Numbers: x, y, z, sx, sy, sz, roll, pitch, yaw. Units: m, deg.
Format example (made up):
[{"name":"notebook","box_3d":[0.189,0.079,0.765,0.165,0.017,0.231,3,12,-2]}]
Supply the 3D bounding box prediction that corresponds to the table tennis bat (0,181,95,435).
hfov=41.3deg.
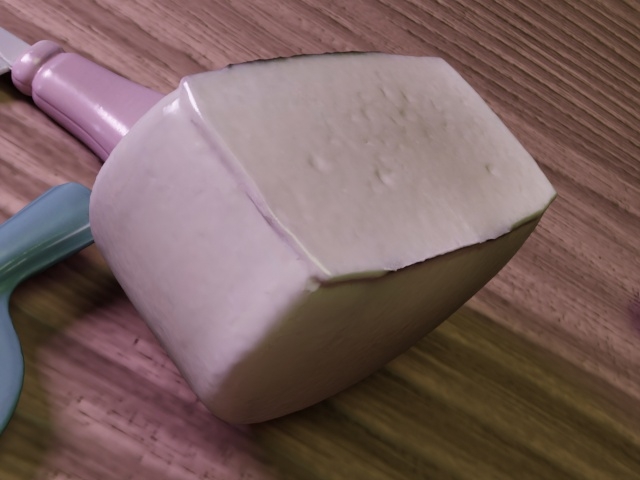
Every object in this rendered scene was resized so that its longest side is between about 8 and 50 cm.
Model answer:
[{"name":"table tennis bat","box_3d":[-0.189,0.035,0.395,0.149,0.038,0.237,39,42,5]}]

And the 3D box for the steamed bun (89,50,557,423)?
[{"name":"steamed bun","box_3d":[0.000,0.000,0.468,0.242,0.164,0.146,-17,64,-48]}]

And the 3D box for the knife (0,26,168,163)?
[{"name":"knife","box_3d":[-0.218,-0.120,0.543,0.336,0.043,0.081,29,45,0]}]
